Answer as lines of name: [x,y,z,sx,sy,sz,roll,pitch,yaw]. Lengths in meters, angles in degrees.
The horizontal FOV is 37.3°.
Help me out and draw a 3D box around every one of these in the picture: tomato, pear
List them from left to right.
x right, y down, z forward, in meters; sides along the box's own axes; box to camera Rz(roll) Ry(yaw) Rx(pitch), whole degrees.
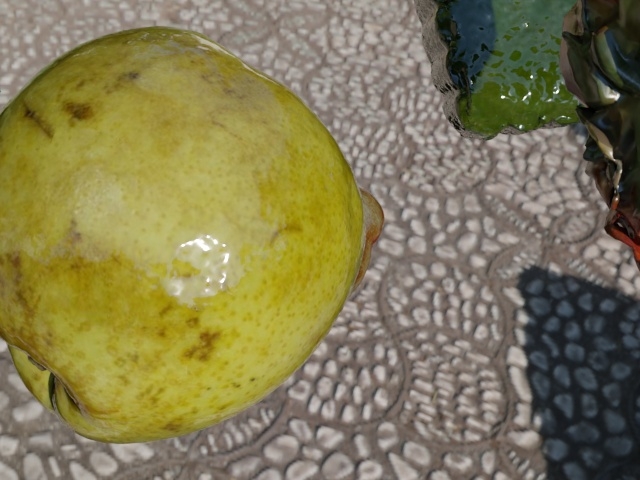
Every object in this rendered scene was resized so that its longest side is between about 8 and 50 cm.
pear: [-0.117,0.006,0.721,0.304,0.304,0.304,7,44,-6]
tomato: [0.000,0.000,1.964,0.222,0.270,0.270,22,44,2]

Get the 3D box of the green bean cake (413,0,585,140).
green bean cake: [0.300,-0.309,1.272,0.335,0.319,0.218,-10,4,-1]

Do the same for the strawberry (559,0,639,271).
strawberry: [0.325,-0.114,0.631,0.351,0.312,0.267,-29,38,-36]
